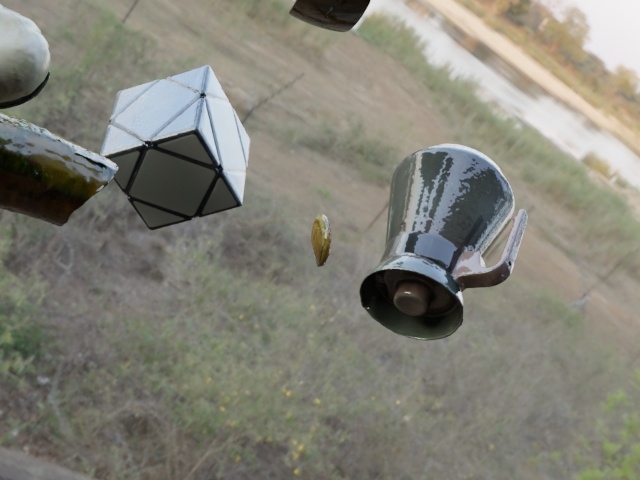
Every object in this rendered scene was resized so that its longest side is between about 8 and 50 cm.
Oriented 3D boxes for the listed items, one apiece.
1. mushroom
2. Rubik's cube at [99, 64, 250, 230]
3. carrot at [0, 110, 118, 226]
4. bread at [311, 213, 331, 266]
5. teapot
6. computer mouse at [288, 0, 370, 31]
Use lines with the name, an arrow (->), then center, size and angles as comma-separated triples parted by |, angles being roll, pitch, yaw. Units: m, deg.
mushroom -> -0.450, -0.257, 1.248 | 0.154, 0.154, 0.122 | 39, -21, -1
Rubik's cube -> -0.268, -0.175, 1.716 | 0.205, 0.205, 0.207 | -87, 157, -45
carrot -> -0.258, -0.063, 0.728 | 0.173, 0.082, 0.082 | 23, 24, -23
bread -> 0.000, 0.000, 1.868 | 0.025, 0.110, 0.110 | 0, 33, -16
teapot -> 0.241, -0.001, 1.729 | 0.253, 0.300, 0.344 | 55, 43, -33
computer mouse -> 0.016, -0.448, 1.710 | 0.126, 0.056, 0.245 | 16, -12, -14
